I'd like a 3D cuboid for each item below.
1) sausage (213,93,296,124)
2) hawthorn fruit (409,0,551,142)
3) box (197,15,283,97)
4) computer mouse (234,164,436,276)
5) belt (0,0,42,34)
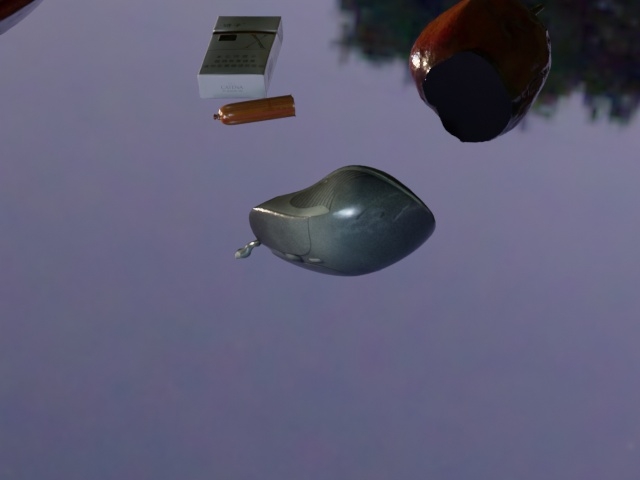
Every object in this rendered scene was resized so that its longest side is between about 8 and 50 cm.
[{"bbox_3d":[-0.087,-0.169,2.455,0.107,0.031,0.031,-10,-157,-6],"label":"sausage"},{"bbox_3d":[0.232,-0.256,2.560,0.189,0.189,0.251,22,-118,33],"label":"hawthorn fruit"},{"bbox_3d":[-0.098,-0.229,2.343,0.084,0.040,0.154,-1,-145,9],"label":"box"},{"bbox_3d":[0.000,0.000,2.618,0.379,0.167,0.090,-17,-140,45],"label":"computer mouse"},{"bbox_3d":[-0.333,-0.245,1.427,0.324,0.227,0.115,-21,180,-19],"label":"belt"}]
